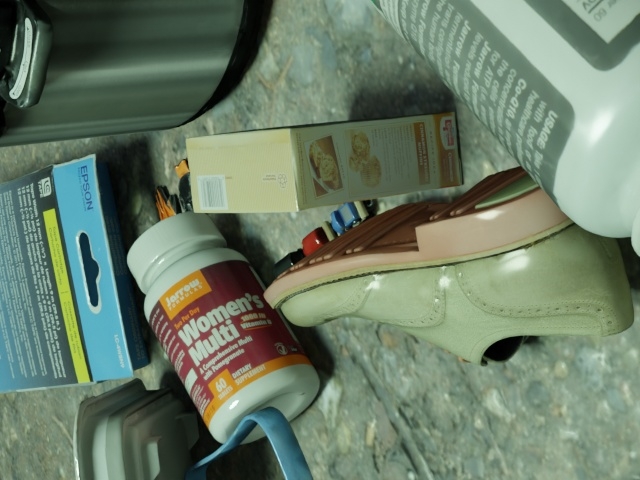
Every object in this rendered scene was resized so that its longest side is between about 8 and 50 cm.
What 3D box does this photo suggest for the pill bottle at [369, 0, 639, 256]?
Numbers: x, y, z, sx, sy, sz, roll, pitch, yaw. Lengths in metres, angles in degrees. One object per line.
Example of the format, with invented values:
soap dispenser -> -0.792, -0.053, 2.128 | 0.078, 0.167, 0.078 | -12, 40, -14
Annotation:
pill bottle -> 0.194, -0.133, 0.886 | 0.361, 0.204, 0.204 | 53, 133, 29

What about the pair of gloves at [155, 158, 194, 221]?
pair of gloves -> -0.153, -0.040, 1.464 | 0.083, 0.010, 0.074 | -41, 66, 43

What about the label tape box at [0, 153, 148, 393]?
label tape box -> -0.298, 0.043, 1.577 | 0.348, 0.115, 0.249 | -12, 89, 47

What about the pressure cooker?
pressure cooker -> -0.306, -0.264, 1.277 | 0.370, 0.420, 0.375 | -16, 85, 51

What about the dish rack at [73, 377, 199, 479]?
dish rack -> -0.169, 0.289, 1.381 | 0.333, 0.072, 0.285 | 5, -103, -86

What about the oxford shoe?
oxford shoe -> 0.088, 0.047, 1.108 | 0.397, 0.140, 0.146 | -16, 104, 58

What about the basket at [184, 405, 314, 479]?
basket -> -0.031, 0.315, 1.239 | 0.289, 0.201, 0.255 | 61, 152, 10

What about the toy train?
toy train -> 0.000, 0.000, 1.272 | 0.158, 0.036, 0.027 | -41, 67, 46

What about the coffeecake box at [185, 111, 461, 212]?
coffeecake box -> 0.004, -0.067, 1.137 | 0.142, 0.186, 0.068 | 0, 98, 50

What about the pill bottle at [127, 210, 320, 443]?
pill bottle -> -0.103, 0.085, 1.346 | 0.221, 0.121, 0.121 | 57, 135, 24
